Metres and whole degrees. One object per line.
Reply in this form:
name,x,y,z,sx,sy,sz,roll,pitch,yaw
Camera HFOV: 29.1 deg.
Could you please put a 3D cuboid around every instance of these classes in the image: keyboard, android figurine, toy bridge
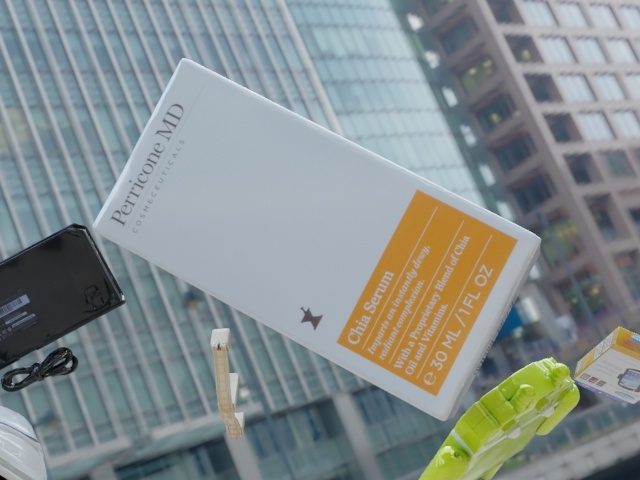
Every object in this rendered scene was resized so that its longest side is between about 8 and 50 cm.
keyboard,-0.250,0.072,1.016,0.180,0.108,0.023,-28,1,-3
android figurine,0.224,0.240,1.542,0.248,0.056,0.273,-23,-26,-36
toy bridge,-0.126,0.209,1.688,0.026,0.063,0.188,-2,-51,4

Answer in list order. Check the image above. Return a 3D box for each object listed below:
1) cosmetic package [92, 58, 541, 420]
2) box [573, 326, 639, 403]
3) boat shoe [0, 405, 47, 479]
cosmetic package,0.000,0.000,1.416,0.230,0.453,0.161,-63,-12,-1
box,0.352,0.149,1.432,0.081,0.028,0.136,23,-26,-2
boat shoe,-0.298,0.145,0.827,0.096,0.088,0.267,-50,-47,10
